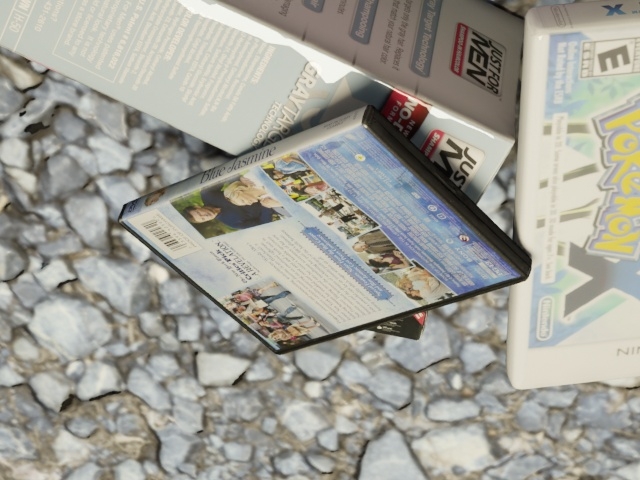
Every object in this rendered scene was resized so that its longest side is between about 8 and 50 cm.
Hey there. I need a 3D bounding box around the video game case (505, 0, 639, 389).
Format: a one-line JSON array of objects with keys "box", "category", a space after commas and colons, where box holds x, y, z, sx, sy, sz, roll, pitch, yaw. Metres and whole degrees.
[{"box": [0.284, -0.034, 1.383, 0.300, 0.036, 0.329, -6, 131, -5], "category": "video game case"}]

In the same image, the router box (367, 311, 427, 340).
[{"box": [0.027, 0.025, 1.542, 0.122, 0.092, 0.038, 11, 126, 1], "category": "router box"}]

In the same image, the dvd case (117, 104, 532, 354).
[{"box": [0.000, 0.000, 1.408, 0.253, 0.022, 0.180, -19, 130, 41], "category": "dvd case"}]

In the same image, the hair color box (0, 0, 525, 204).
[{"box": [-0.045, -0.154, 1.420, 0.374, 0.185, 0.114, 24, 124, -8], "category": "hair color box"}]

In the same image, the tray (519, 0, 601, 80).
[{"box": [0.256, -0.159, 1.412, 0.270, 0.030, 0.145, -47, 67, 31], "category": "tray"}]
